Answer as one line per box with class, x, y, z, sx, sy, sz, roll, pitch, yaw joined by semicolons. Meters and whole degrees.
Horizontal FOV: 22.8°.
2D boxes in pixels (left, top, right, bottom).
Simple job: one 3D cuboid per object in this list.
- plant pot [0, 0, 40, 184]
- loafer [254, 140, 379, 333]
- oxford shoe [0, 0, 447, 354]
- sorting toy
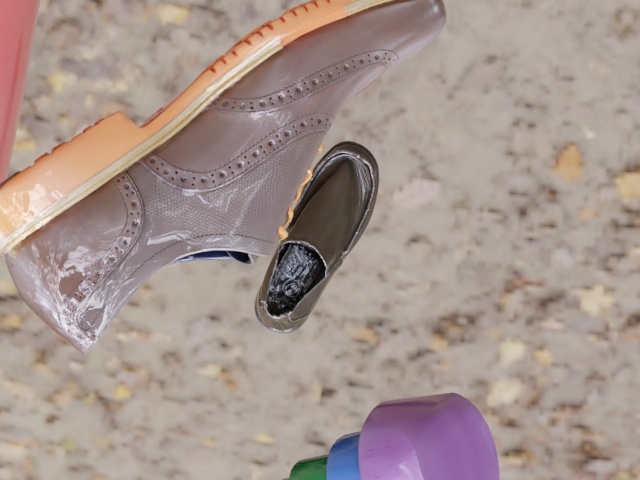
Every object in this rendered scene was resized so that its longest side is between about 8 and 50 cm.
plant pot;-0.351;-0.146;1.270;0.275;0.275;0.243;6;113;6
loafer;0.000;0.000;1.666;0.080;0.220;0.078;24;-179;0
oxford shoe;-0.049;-0.059;1.072;0.132;0.364;0.130;57;167;-2
sorting toy;0.054;0.257;0.742;0.126;0.365;0.127;-17;177;36
